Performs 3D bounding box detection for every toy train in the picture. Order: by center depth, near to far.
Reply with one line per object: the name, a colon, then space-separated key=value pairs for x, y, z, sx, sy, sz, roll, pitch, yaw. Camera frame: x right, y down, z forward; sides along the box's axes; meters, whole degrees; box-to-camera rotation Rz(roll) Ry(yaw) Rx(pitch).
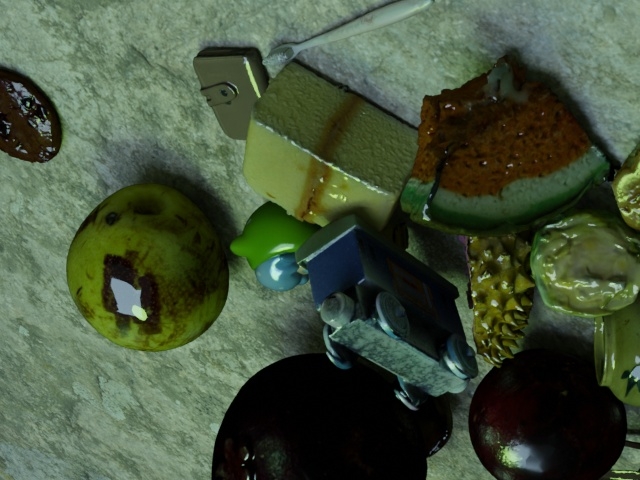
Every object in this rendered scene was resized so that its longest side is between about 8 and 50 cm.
toy train: x=0.103 y=0.104 z=1.672 sx=0.131 sy=0.202 sz=0.299 roll=-32 pitch=137 yaw=24

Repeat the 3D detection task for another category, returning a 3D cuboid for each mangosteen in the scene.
mangosteen: x=0.335 y=0.299 z=1.790 sx=0.235 sy=0.235 sz=0.261 roll=16 pitch=123 yaw=24
mangosteen: x=0.030 y=0.371 z=2.007 sx=0.382 sy=0.435 sz=0.382 roll=-2 pitch=87 yaw=52

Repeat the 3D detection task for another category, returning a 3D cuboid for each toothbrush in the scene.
toothbrush: x=0.030 y=-0.277 z=1.589 sx=0.307 sy=0.029 sz=0.025 roll=-12 pitch=115 yaw=44

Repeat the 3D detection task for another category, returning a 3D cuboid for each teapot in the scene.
teapot: x=0.466 y=0.145 z=1.616 sx=0.182 sy=0.173 sz=0.269 roll=-1 pitch=145 yaw=6

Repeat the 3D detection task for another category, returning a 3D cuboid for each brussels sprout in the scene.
brussels sprout: x=0.352 y=0.031 z=1.560 sx=0.149 sy=0.122 sz=0.151 roll=-43 pitch=74 yaw=11

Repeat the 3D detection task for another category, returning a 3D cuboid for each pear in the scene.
pear: x=-0.286 y=0.047 z=1.998 sx=0.283 sy=0.283 sz=0.283 roll=21 pitch=141 yaw=18

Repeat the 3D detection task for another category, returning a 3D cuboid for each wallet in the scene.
wallet: x=-0.121 y=-0.214 z=1.769 sx=0.118 sy=0.039 sz=0.153 roll=3 pitch=134 yaw=33

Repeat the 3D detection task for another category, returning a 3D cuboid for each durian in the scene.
durian: x=0.258 y=0.062 z=1.677 sx=0.112 sy=0.191 sz=0.341 roll=-9 pitch=132 yaw=3

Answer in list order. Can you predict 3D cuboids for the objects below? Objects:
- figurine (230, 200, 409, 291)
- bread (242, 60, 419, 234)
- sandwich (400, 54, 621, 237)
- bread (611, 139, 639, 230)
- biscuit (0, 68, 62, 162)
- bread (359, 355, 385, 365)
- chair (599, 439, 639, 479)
figurine: x=0.000 y=0.000 z=1.818 sx=0.263 sy=0.162 sz=0.143 roll=-2 pitch=106 yaw=22
bread: x=0.009 y=-0.113 z=1.705 sx=0.240 sy=0.135 sz=0.178 roll=29 pitch=146 yaw=6
sandwich: x=0.213 y=-0.104 z=1.490 sx=0.109 sy=0.292 sz=0.212 roll=8 pitch=127 yaw=62
bread: x=0.428 y=-0.067 z=1.475 sx=0.128 sy=0.069 sz=0.140 roll=31 pitch=142 yaw=7
biscuit: x=-0.532 y=-0.213 z=2.081 sx=0.192 sy=0.049 sz=0.192 roll=18 pitch=139 yaw=16
bread: x=0.105 y=0.123 z=1.924 sx=0.114 sy=0.083 sz=0.211 roll=23 pitch=143 yaw=10
chair: x=0.531 y=0.385 z=1.801 sx=0.326 sy=0.175 sz=0.183 roll=-11 pitch=114 yaw=52
